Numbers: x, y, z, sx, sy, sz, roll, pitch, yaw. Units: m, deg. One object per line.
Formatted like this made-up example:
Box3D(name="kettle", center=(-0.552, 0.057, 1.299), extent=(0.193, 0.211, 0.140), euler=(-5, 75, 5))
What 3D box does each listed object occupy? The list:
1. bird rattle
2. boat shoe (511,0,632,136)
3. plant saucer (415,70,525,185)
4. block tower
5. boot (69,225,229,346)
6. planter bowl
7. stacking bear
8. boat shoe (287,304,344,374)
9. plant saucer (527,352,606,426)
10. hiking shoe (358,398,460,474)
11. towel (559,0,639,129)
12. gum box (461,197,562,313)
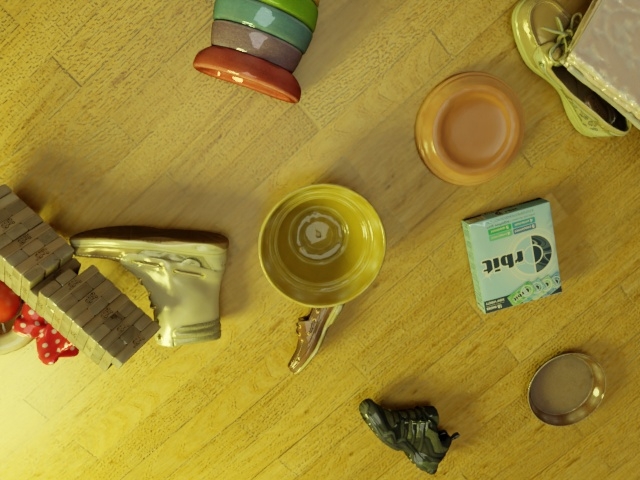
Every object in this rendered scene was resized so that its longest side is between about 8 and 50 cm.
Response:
Box3D(name="bird rattle", center=(-0.535, 0.131, 0.899), extent=(0.253, 0.143, 0.207), euler=(-18, 90, -4))
Box3D(name="boat shoe", center=(0.432, -0.296, 0.897), extent=(0.104, 0.089, 0.285), euler=(-43, 105, 6))
Box3D(name="plant saucer", center=(0.267, -0.193, 0.936), extent=(0.199, 0.037, 0.200), euler=(-2, 106, -6))
Box3D(name="block tower", center=(-0.422, 0.070, 0.860), extent=(0.335, 0.091, 0.097), euler=(43, 140, -2))
Box3D(name="boot", center=(-0.296, 0.081, 0.926), extent=(0.261, 0.095, 0.204), euler=(3, 106, -9))
Box3D(name="planter bowl", center=(0.000, 0.000, 0.932), extent=(0.217, 0.090, 0.217), euler=(-2, 106, -6))
Box3D(name="stacking bear", center=(-0.070, -0.376, 0.796), extent=(0.175, 0.164, 0.289), euler=(17, 98, -10))
Box3D(name="boat shoe", center=(-0.018, 0.163, 0.992), extent=(0.060, 0.064, 0.178), euler=(29, 94, -7))
Box3D(name="plant saucer", center=(0.503, 0.303, 1.099), extent=(0.168, 0.029, 0.169), euler=(-1, 105, -5))
Box3D(name="hiking shoe", center=(0.174, 0.363, 1.064), extent=(0.227, 0.086, 0.114), euler=(41, 85, -21))
Box3D(name="towel", center=(0.583, -0.318, 0.872), extent=(0.331, 0.053, 0.317), euler=(35, 80, -9))
Box3D(name="gum box", center=(0.362, 0.030, 1.004), extent=(0.156, 0.041, 0.185), euler=(-15, 107, -2))
